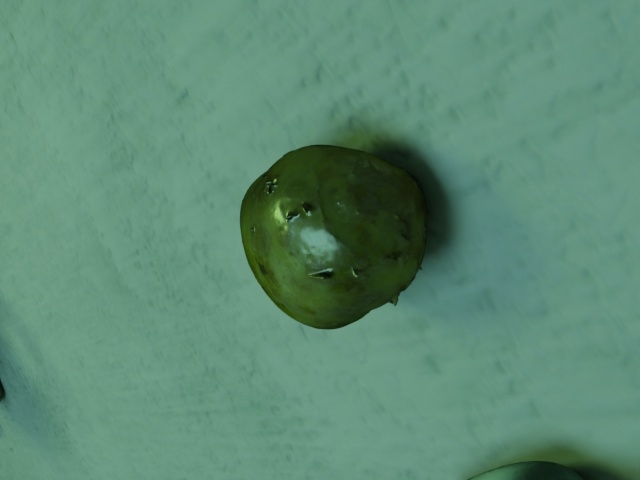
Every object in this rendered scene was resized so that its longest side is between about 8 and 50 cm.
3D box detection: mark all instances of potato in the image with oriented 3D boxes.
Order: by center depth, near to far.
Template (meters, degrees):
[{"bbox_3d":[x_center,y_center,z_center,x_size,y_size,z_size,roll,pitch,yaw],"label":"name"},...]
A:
[{"bbox_3d":[0.000,0.000,0.556,0.092,0.070,0.138,58,151,0],"label":"potato"}]

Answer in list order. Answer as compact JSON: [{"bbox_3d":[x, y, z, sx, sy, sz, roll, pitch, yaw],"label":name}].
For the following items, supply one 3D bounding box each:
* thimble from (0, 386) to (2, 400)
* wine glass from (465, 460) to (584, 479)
[{"bbox_3d":[-0.470,0.197,1.470,0.084,0.062,0.110,44,148,21],"label":"thimble"},{"bbox_3d":[0.113,0.133,0.526,0.074,0.074,0.262,54,151,4],"label":"wine glass"}]
